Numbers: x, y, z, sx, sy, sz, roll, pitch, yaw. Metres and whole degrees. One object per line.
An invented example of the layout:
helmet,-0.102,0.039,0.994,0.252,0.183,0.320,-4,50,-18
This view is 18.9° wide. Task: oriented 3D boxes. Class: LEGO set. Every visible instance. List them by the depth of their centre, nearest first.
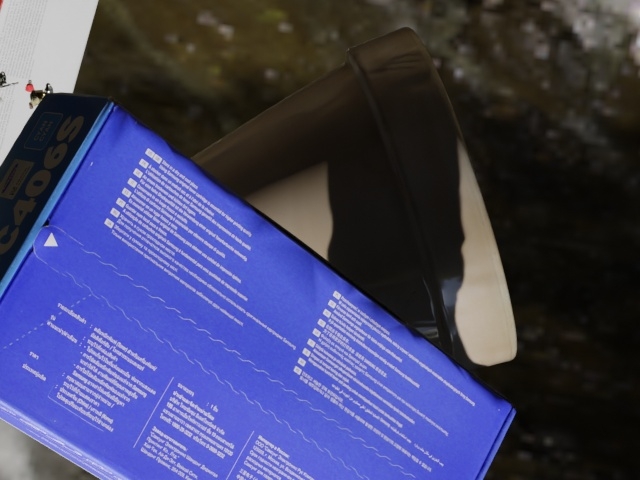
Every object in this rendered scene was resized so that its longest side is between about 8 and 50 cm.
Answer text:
LEGO set,-0.237,-0.116,1.410,0.083,0.023,0.054,-1,-152,5

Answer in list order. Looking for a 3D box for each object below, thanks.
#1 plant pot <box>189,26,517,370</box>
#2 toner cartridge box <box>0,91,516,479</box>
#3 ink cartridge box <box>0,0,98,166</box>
plant pot,0.000,0.000,1.779,0.280,0.323,0.323,-19,175,-2
toner cartridge box,-0.051,0.079,1.080,0.348,0.165,0.075,38,162,-34
ink cartridge box,-0.388,-0.144,1.907,0.271,0.309,0.130,20,-173,37
